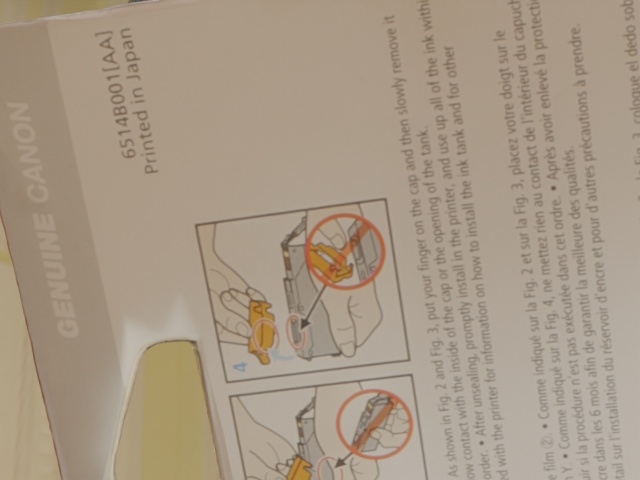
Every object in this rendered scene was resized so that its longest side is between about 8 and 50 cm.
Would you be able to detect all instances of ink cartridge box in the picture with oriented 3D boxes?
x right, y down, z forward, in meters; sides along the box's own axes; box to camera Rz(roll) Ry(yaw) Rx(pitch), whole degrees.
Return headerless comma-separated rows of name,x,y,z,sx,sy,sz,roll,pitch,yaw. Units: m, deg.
ink cartridge box,0.049,0.054,0.379,0.261,0.066,0.296,-7,-75,9

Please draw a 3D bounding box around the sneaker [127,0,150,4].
sneaker,-0.030,-0.142,0.922,0.125,0.262,0.104,-68,-156,6
